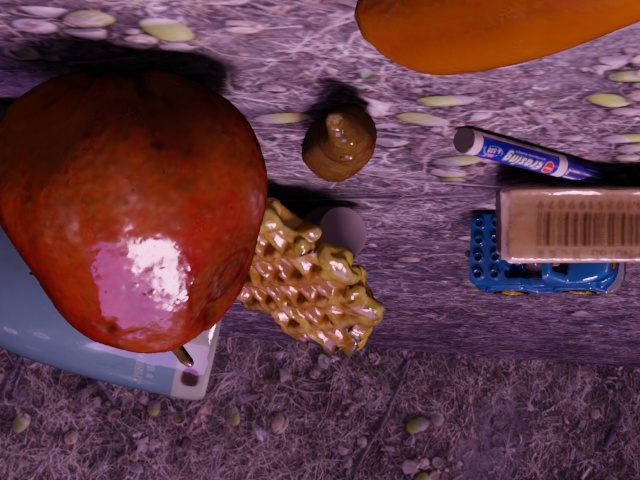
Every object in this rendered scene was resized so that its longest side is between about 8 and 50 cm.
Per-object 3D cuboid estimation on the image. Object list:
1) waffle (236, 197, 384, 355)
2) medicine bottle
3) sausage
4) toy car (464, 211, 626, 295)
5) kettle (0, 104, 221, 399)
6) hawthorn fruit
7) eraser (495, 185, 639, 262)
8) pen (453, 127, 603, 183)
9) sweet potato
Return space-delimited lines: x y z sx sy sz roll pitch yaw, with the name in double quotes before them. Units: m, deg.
"waffle" -0.054 0.029 1.748 0.281 0.058 0.301 33 159 2
"medicine bottle" 0.000 0.000 1.796 0.079 0.079 0.140 6 170 -21
"sausage" 0.114 -0.148 0.845 0.098 0.098 0.238 10 166 -37
"toy car" 0.257 0.011 1.742 0.191 0.097 0.100 -1 169 22
"kettle" -0.254 -0.013 1.461 0.342 0.247 0.319 12 139 -5
"hawthorn fruit" -0.149 -0.012 1.215 0.224 0.261 0.224 -5 -166 1
"eraser" 0.354 -0.017 1.531 0.343 0.078 0.144 0 -178 5
"pen" 0.205 -0.079 1.431 0.204 0.025 0.025 11 168 -41
"sweet potato" 0.016 -0.085 1.348 0.067 0.067 0.274 3 176 -2
